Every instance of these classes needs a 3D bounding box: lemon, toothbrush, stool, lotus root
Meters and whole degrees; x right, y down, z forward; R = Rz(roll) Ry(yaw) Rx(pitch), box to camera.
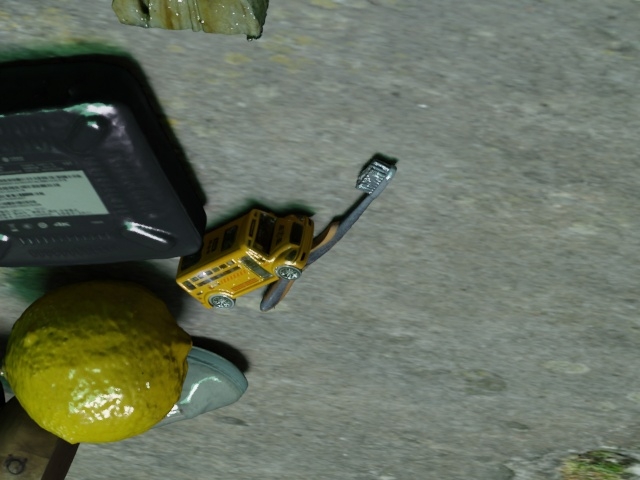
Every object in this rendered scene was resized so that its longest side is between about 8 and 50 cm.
[{"bbox_3d":[-0.258,0.140,2.114,0.231,0.192,0.192,-9,142,8],"label":"lemon"},{"bbox_3d":[0.002,0.001,2.013,0.031,0.023,0.321,25,141,-11],"label":"toothbrush"},{"bbox_3d":[-0.440,0.228,2.239,0.264,0.179,0.179,23,145,5],"label":"stool"},{"bbox_3d":[-0.115,-0.252,1.647,0.143,0.070,0.144,12,149,6],"label":"lotus root"}]

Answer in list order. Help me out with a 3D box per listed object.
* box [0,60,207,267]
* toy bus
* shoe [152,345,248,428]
[{"bbox_3d":[-0.291,-0.069,1.931,0.290,0.073,0.289,-3,143,16],"label":"box"},{"bbox_3d":[-0.082,0.015,2.010,0.162,0.069,0.074,-25,131,39],"label":"toy bus"},{"bbox_3d":[-0.218,0.184,2.247,0.251,0.100,0.103,5,147,12],"label":"shoe"}]
